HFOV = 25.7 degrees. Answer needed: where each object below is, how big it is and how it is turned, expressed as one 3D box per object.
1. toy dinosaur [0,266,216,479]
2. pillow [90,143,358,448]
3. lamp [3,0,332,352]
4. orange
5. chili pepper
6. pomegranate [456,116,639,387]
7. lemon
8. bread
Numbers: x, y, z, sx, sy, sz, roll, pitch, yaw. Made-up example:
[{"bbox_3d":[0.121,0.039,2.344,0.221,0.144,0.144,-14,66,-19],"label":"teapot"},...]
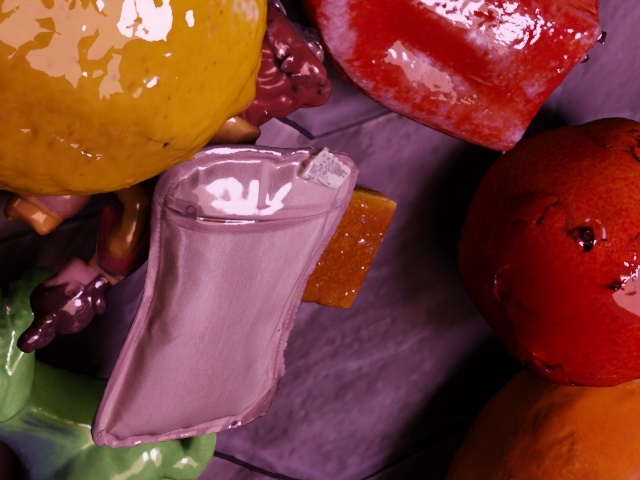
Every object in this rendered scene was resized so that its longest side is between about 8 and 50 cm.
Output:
[{"bbox_3d":[-0.189,0.277,0.976,0.374,0.144,0.500,21,99,-41],"label":"toy dinosaur"},{"bbox_3d":[-0.059,0.037,0.837,0.130,0.038,0.233,-4,131,-33],"label":"pillow"},{"bbox_3d":[-0.108,-0.051,0.839,0.253,0.118,0.118,-43,137,-4],"label":"lamp"},{"bbox_3d":[0.229,0.214,1.196,0.284,0.226,0.284,-45,164,-17],"label":"orange"},{"bbox_3d":[0.060,-0.153,0.922,0.252,0.136,0.144,19,150,-35],"label":"chili pepper"},{"bbox_3d":[0.212,0.002,1.083,0.235,0.210,0.210,-60,162,-59],"label":"pomegranate"},{"bbox_3d":[-0.138,-0.124,0.690,0.260,0.204,0.204,17,106,-35],"label":"lemon"},{"bbox_3d":[0.000,0.000,1.014,0.094,0.035,0.090,10,111,-43],"label":"bread"}]
